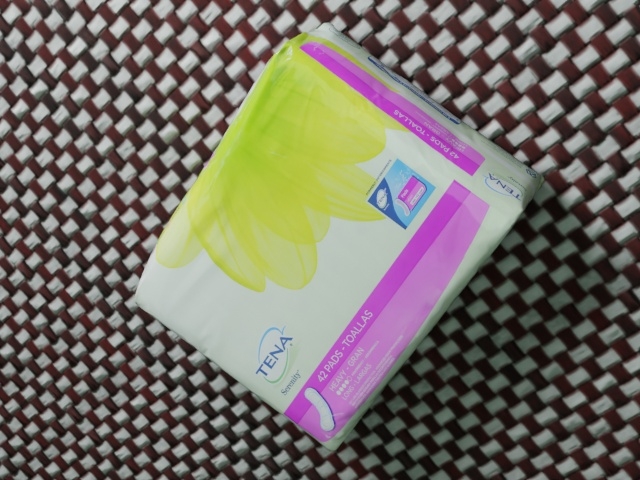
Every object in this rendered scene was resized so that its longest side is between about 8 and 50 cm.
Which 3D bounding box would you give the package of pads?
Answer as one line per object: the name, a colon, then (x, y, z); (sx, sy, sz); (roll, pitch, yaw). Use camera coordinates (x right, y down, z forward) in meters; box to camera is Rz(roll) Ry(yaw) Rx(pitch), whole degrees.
package of pads: (0.000, 0.000, 0.964); (0.229, 0.101, 0.296); (37, 121, 5)
